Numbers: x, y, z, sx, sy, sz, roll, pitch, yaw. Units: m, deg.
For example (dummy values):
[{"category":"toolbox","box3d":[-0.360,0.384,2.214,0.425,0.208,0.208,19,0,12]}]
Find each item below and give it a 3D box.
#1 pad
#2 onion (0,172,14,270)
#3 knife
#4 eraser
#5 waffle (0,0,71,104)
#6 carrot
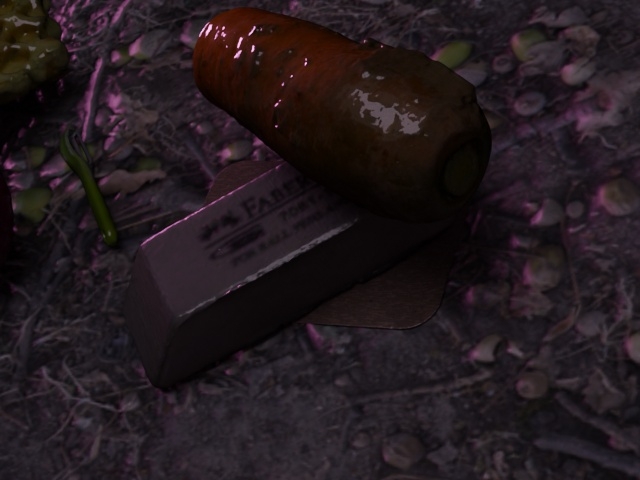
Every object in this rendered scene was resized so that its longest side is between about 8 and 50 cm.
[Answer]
[{"category":"pad","box3d":[0.000,0.000,1.622,0.266,0.002,0.176,3,56,26]},{"category":"onion","box3d":[-0.372,-0.019,1.705,0.177,0.153,0.177,-9,76,42]},{"category":"knife","box3d":[-0.228,-0.057,1.756,0.026,0.022,0.184,-12,45,-18]},{"category":"eraser","box3d":[-0.022,-0.005,1.581,0.352,0.077,0.111,-30,49,1]},{"category":"waffle","box3d":[-0.415,-0.180,1.878,0.297,0.073,0.317,-32,42,-15]},{"category":"carrot","box3d":[0.011,-0.110,1.517,0.302,0.139,0.139,24,67,44]}]
